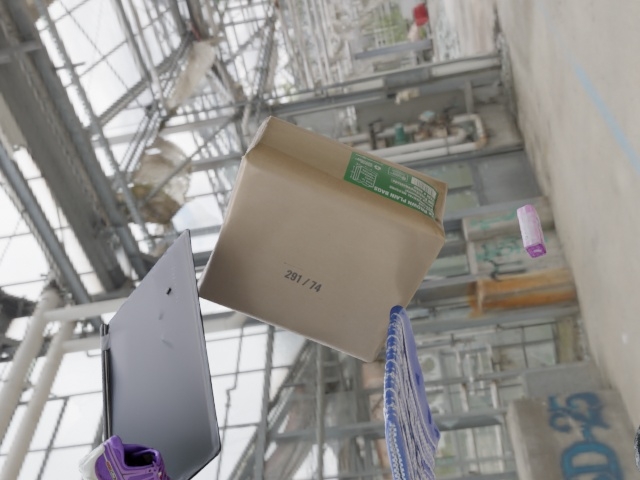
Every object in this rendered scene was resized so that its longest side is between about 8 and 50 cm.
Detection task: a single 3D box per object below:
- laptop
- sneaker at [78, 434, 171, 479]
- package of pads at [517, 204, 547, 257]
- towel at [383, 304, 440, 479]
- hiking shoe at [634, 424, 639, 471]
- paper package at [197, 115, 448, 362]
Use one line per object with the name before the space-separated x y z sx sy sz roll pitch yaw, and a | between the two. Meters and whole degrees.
laptop | -0.211 0.274 1.148 0.408 0.236 0.381 65 -173 -49
sneaker | -0.197 0.277 0.839 0.068 0.071 0.170 44 177 46
package of pads | 0.370 -0.016 1.275 0.050 0.032 0.083 39 -140 -47
towel | 0.125 0.252 0.958 0.336 0.040 0.243 -70 -33 -71
hiking shoe | 0.636 0.356 1.271 0.304 0.113 0.132 -19 -67 -43
paper package | 0.000 0.000 1.176 0.168 0.325 0.309 -73 6 -52
